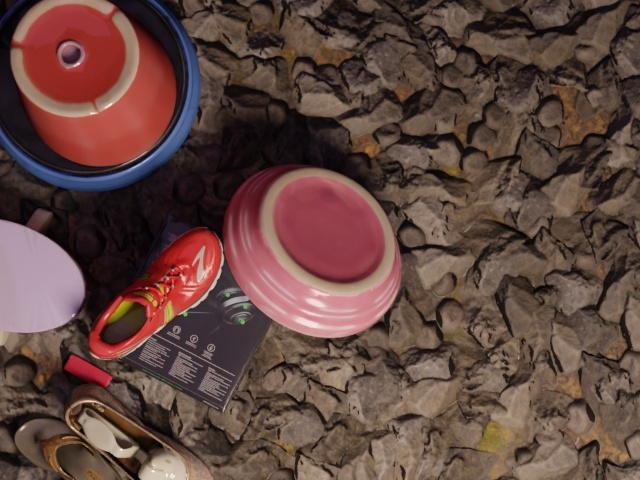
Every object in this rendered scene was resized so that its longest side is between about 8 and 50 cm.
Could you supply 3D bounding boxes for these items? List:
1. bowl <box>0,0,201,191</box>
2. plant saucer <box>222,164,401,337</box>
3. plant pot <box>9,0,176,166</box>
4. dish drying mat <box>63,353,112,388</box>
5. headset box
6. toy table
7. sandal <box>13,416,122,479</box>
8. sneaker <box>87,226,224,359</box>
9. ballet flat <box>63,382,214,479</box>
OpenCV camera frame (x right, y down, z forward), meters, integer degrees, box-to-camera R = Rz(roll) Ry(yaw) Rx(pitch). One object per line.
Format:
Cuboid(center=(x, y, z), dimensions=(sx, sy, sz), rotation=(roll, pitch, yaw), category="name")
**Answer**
Cuboid(center=(-0.411, -0.285, 1.699), dimensions=(0.391, 0.077, 0.391), rotation=(0, 86, -4), category="bowl")
Cuboid(center=(0.000, 0.000, 1.625), dimensions=(0.332, 0.084, 0.332), rotation=(13, 55, -20), category="plant saucer")
Cuboid(center=(-0.377, -0.272, 1.541), dimensions=(0.274, 0.243, 0.275), rotation=(0, 87, -3), category="plant pot")
Cuboid(center=(-0.415, 0.236, 1.701), dimensions=(0.083, 0.008, 0.032), rotation=(30, 87, -3), category="dish drying mat")
Cuboid(center=(-0.209, 0.116, 1.662), dimensions=(0.246, 0.131, 0.283), rotation=(27, 85, -2), category="headset box")
Cuboid(center=(-0.525, 0.063, 1.628), dimensions=(0.274, 0.161, 0.252), rotation=(31, 85, -1), category="toy table")
Cuboid(center=(-0.436, 0.379, 1.647), dimensions=(0.219, 0.060, 0.090), rotation=(37, 69, 14), category="sandal")
Cuboid(center=(-0.262, 0.092, 1.535), dimensions=(0.107, 0.118, 0.279), rotation=(44, 85, 0), category="sneaker")
Cuboid(center=(-0.320, 0.371, 1.650), dimensions=(0.316, 0.106, 0.107), rotation=(36, 92, -1), category="ballet flat")
